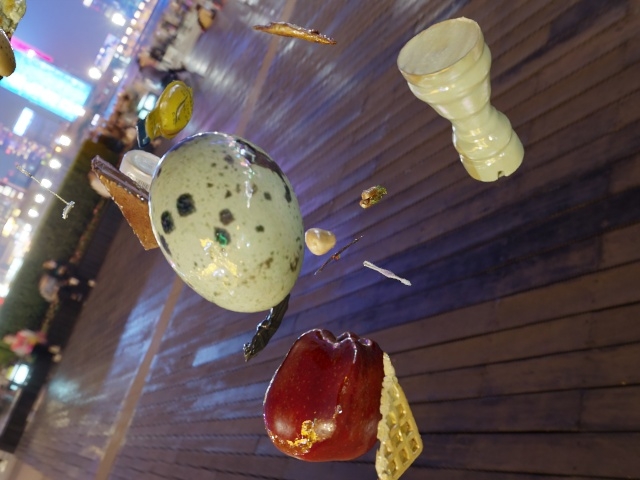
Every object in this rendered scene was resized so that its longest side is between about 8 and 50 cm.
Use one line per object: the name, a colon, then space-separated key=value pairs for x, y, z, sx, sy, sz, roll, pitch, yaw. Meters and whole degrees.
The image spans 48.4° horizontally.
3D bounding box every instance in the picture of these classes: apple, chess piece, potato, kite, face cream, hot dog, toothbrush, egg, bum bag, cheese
apple: x=0.018 y=0.367 z=1.667 sx=0.288 sy=0.288 sz=0.317 roll=14 pitch=88 yaw=69
chess piece: x=0.405 y=-0.362 z=1.945 sx=0.234 sy=0.442 sz=0.234 roll=-22 pitch=40 yaw=20
potato: x=0.000 y=0.000 z=1.728 sx=0.062 sy=0.083 sz=0.068 roll=-29 pitch=80 yaw=64
kite: x=0.047 y=0.046 z=2.014 sx=0.190 sy=0.010 sz=0.159 roll=-39 pitch=-7 yaw=7
face cream: x=-0.537 y=-0.150 z=2.140 sx=0.336 sy=0.163 sz=0.080 roll=-44 pitch=22 yaw=59
hot dog: x=0.149 y=-0.124 z=1.972 sx=0.133 sy=0.041 sz=0.057 roll=-33 pitch=-43 yaw=-59
toothbrush: x=0.128 y=0.063 z=1.393 sx=0.131 sy=0.013 sz=0.011 roll=26 pitch=82 yaw=47
egg: x=-0.182 y=-0.035 z=1.400 sx=0.287 sy=0.287 sz=0.380 roll=-38 pitch=67 yaw=49
bum bag: x=-0.133 y=0.209 z=1.734 sx=0.198 sy=0.049 sz=0.087 roll=-58 pitch=-19 yaw=-15
cheese: x=-0.447 y=-0.365 z=2.070 sx=0.270 sy=0.069 sz=0.177 roll=-54 pitch=-25 yaw=-44

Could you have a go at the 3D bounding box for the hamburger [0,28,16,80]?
hamburger: x=-0.724 y=-0.396 z=1.500 sx=0.136 sy=0.175 sz=0.175 roll=-29 pitch=24 yaw=0

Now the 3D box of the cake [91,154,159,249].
cake: x=-0.469 y=-0.090 z=1.773 sx=0.112 sy=0.295 sz=0.116 roll=-40 pitch=36 yaw=2

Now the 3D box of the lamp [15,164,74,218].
lamp: x=-0.801 y=-0.143 z=2.052 sx=0.056 sy=0.198 sz=0.050 roll=-52 pitch=27 yaw=-7

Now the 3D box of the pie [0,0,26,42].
pie: x=-0.907 y=-0.590 z=1.921 sx=0.257 sy=0.105 sz=0.275 roll=22 pitch=90 yaw=33

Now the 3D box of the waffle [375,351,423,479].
waffle: x=0.100 y=0.293 z=1.140 sx=0.125 sy=0.191 sz=0.032 roll=-37 pitch=25 yaw=-34

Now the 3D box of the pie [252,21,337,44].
pie: x=-0.060 y=-0.472 z=1.614 sx=0.088 sy=0.190 sz=0.033 roll=-126 pitch=46 yaw=-77
